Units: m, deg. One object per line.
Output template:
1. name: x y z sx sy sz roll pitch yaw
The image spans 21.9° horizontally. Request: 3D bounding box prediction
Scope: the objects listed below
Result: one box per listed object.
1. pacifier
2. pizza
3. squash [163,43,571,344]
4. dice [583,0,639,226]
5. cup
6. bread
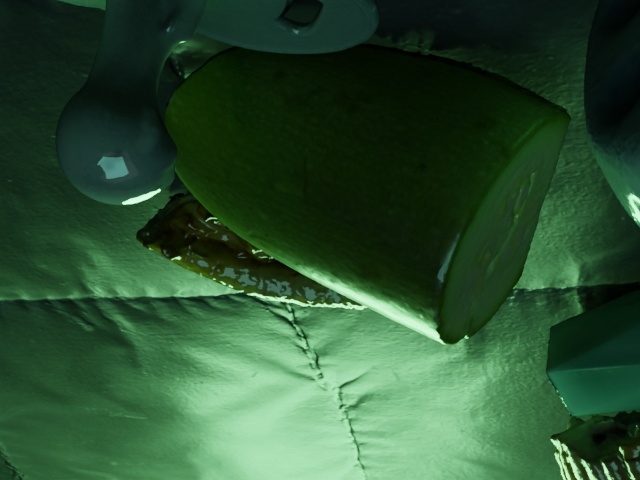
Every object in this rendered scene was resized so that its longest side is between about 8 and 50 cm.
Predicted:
1. pacifier: -0.137 -0.156 1.285 0.343 0.269 0.288 16 170 -4
2. pizza: 0.000 0.000 1.630 0.365 0.074 0.182 10 146 -1
3. squash: 0.024 -0.064 1.481 0.309 0.210 0.234 29 130 22
4. dice: 0.367 -0.128 1.194 0.262 0.265 0.268 26 143 -22
5. cup: 0.352 0.104 1.659 0.235 0.134 0.148 -21 132 42
6. bread: 0.390 0.238 1.766 0.274 0.149 0.274 -10 171 -2
